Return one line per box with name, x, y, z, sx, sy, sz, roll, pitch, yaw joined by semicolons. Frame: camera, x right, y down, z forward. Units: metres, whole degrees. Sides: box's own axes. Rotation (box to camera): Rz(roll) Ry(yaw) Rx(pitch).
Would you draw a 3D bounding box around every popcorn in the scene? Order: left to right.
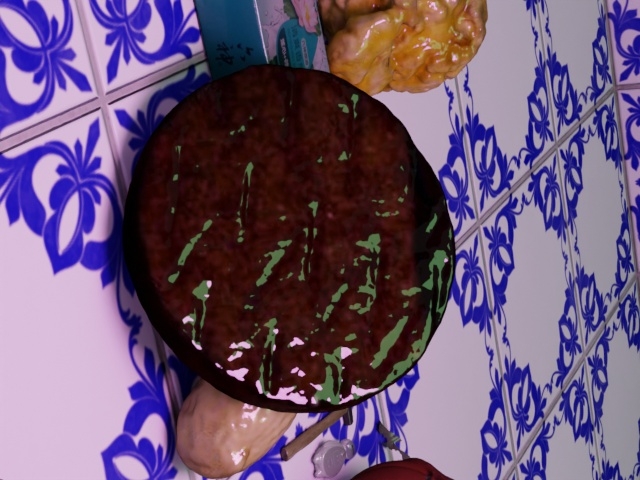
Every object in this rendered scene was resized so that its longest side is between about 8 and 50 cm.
popcorn;0.104;-0.328;1.833;0.332;0.225;0.265;-38;128;-42

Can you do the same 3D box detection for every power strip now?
power strip;0.014;0.307;1.830;0.083;0.035;0.055;-23;109;-46

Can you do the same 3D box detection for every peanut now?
peanut;-0.073;0.146;1.554;0.319;0.147;0.147;-59;140;-26

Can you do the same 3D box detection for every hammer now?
hammer;-0.004;0.261;1.807;0.199;0.013;0.062;-26;111;-60

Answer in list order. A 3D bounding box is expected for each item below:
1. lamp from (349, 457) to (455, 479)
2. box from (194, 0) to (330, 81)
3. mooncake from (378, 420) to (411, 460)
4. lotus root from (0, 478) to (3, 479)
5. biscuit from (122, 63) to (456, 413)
lamp;0.134;0.452;1.789;0.303;0.257;0.303;48;14;-16
box;-0.063;-0.222;1.636;0.153;0.092;0.245;-42;125;-55
mooncake;0.109;0.457;1.963;0.150;0.057;0.347;57;37;-62
lotus root;-0.346;0.280;1.041;0.309;0.173;0.173;-52;133;-53
biscuit;-0.034;-0.001;1.488;0.407;0.091;0.408;7;73;-25
